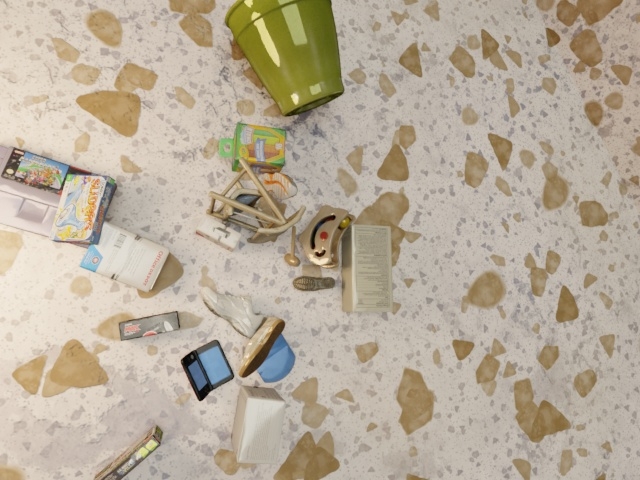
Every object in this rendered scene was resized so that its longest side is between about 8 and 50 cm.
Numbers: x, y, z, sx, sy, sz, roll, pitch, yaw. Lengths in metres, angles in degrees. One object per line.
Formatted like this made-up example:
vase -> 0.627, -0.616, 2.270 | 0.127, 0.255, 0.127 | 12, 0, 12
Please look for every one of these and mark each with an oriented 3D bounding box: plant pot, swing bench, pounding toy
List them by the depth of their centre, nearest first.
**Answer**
swing bench -> -0.211, -0.095, 1.284 | 0.255, 0.253, 0.165 | 39, 73, -8
pounding toy -> 0.000, 0.000, 1.355 | 0.154, 0.155, 0.269 | 40, 96, 29
plant pot -> -0.086, -0.632, 1.377 | 0.367, 0.366, 0.352 | -25, 102, -19

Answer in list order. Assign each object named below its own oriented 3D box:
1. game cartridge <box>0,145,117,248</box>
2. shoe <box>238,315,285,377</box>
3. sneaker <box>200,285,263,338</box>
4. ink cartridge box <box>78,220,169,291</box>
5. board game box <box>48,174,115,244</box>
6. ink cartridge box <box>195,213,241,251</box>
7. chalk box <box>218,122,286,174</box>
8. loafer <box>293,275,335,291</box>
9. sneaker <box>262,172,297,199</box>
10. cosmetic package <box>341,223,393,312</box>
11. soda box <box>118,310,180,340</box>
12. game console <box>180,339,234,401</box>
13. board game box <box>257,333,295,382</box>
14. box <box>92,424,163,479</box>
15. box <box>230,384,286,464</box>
game cartridge -> -0.831, -0.133, 1.198 | 0.356, 0.068, 0.230 | 18, 81, -14
shoe -> -0.197, 0.340, 1.297 | 0.058, 0.076, 0.219 | 25, 68, 31
sneaker -> -0.285, 0.213, 1.314 | 0.232, 0.090, 0.115 | 44, 65, -17
ink cartridge box -> -0.587, 0.051, 1.212 | 0.203, 0.086, 0.148 | 29, 75, -26
board game box -> -0.681, -0.090, 1.151 | 0.136, 0.035, 0.201 | 2, 74, 11
ink cartridge box -> -0.334, -0.022, 1.315 | 0.135, 0.099, 0.056 | 30, 74, -13
chalk box -> -0.236, -0.310, 1.370 | 0.213, 0.132, 0.132 | 3, 81, -17
loafer -> -0.023, 0.155, 1.417 | 0.148, 0.050, 0.056 | 3, 78, -1
sneaker -> -0.123, -0.191, 1.356 | 0.083, 0.215, 0.084 | -4, 110, -29
cosmetic package -> 0.167, 0.103, 1.450 | 0.161, 0.113, 0.309 | 3, 82, -17
soda box -> -0.525, 0.263, 1.238 | 0.169, 0.053, 0.060 | -9, 85, -18
game console -> -0.352, 0.404, 1.260 | 0.085, 0.124, 0.143 | -25, 90, 7
board game box -> -0.166, 0.385, 1.346 | 0.133, 0.033, 0.168 | -33, 94, -23
box -> -0.552, 0.630, 1.146 | 0.207, 0.114, 0.036 | -39, 95, -18
box -> -0.194, 0.558, 1.233 | 0.119, 0.181, 0.181 | 12, 79, -16
